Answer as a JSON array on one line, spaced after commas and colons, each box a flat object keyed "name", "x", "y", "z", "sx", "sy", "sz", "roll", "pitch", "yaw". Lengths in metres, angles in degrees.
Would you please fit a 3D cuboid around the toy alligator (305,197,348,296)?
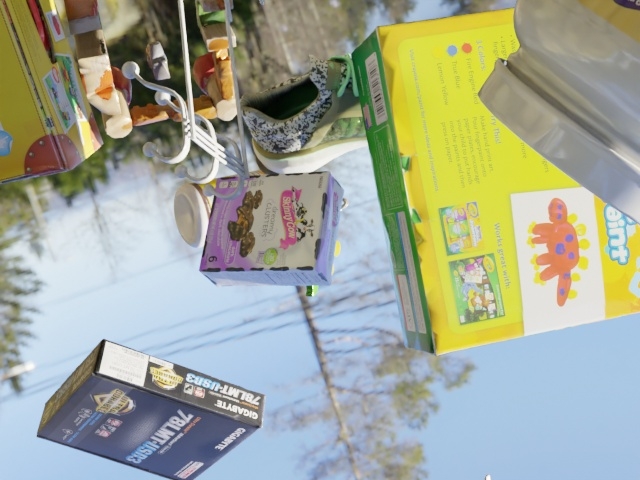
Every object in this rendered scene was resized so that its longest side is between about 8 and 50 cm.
[{"name": "toy alligator", "x": 0.000, "y": 0.000, "z": 1.622, "sx": 0.056, "sy": 0.189, "sz": 0.051, "roll": 3, "pitch": 153, "yaw": 33}]

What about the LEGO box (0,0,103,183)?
[{"name": "LEGO box", "x": -0.620, "y": -0.325, "z": 1.563, "sx": 0.373, "sy": 0.500, "sz": 0.193, "roll": -12, "pitch": -162, "yaw": 10}]

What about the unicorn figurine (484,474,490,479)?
[{"name": "unicorn figurine", "x": 0.184, "y": 0.304, "z": 0.898, "sx": 0.060, "sy": 0.111, "sz": 0.161, "roll": -9, "pitch": -126, "yaw": 25}]

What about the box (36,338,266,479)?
[{"name": "box", "x": -0.288, "y": 0.296, "z": 1.646, "sx": 0.295, "sy": 0.293, "sz": 0.073, "roll": -43, "pitch": -150, "yaw": 45}]

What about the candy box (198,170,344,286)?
[{"name": "candy box", "x": -0.073, "y": -0.017, "z": 1.511, "sx": 0.196, "sy": 0.164, "sz": 0.070, "roll": -2, "pitch": 155, "yaw": 23}]

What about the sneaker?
[{"name": "sneaker", "x": 0.050, "y": -0.237, "z": 1.566, "sx": 0.410, "sy": 0.158, "sz": 0.182, "roll": -24, "pitch": 151, "yaw": 12}]

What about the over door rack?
[{"name": "over door rack", "x": -0.167, "y": -0.235, "z": 1.321, "sx": 0.108, "sy": 0.324, "sz": 0.239, "roll": 2, "pitch": 171, "yaw": 13}]

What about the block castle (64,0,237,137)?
[{"name": "block castle", "x": -0.314, "y": -0.432, "z": 1.814, "sx": 0.303, "sy": 0.453, "sz": 0.212, "roll": -12, "pitch": -137, "yaw": -11}]

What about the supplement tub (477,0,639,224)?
[{"name": "supplement tub", "x": 0.293, "y": -0.183, "z": 0.706, "sx": 0.331, "sy": 0.241, "sz": 0.241, "roll": -55, "pitch": 174, "yaw": 17}]

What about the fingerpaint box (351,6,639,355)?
[{"name": "fingerpaint box", "x": 0.272, "y": -0.094, "z": 1.397, "sx": 0.371, "sy": 0.444, "sz": 0.163, "roll": -11, "pitch": 180, "yaw": -11}]

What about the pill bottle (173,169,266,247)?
[{"name": "pill bottle", "x": -0.149, "y": -0.062, "z": 1.782, "sx": 0.215, "sy": 0.117, "sz": 0.117, "roll": -13, "pitch": -178, "yaw": -31}]
